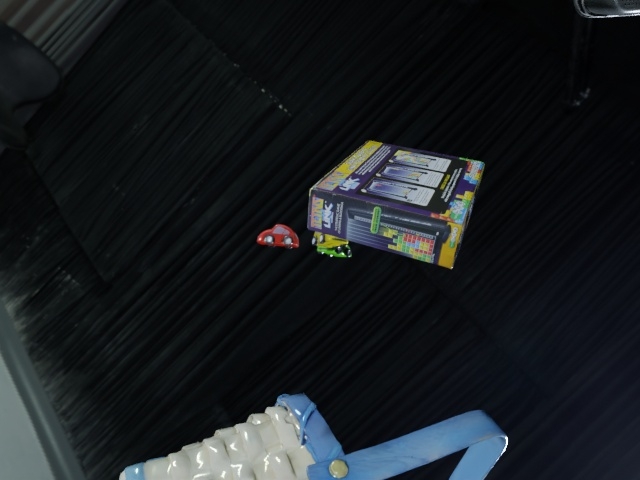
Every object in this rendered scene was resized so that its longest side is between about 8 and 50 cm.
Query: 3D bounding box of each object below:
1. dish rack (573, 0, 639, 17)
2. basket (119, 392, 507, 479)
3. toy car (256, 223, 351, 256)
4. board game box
[{"bbox_3d":[0.389,-0.358,0.416,0.074,0.208,0.272,-94,180,-55],"label":"dish rack"},{"bbox_3d":[-0.003,0.255,0.350,0.288,0.255,0.201,-7,33,-29],"label":"basket"},{"bbox_3d":[0.000,0.000,1.051,0.239,0.053,0.225,-1,-11,34],"label":"toy car"},{"bbox_3d":[0.085,-0.048,0.460,0.141,0.048,0.170,15,32,20],"label":"board game box"}]
